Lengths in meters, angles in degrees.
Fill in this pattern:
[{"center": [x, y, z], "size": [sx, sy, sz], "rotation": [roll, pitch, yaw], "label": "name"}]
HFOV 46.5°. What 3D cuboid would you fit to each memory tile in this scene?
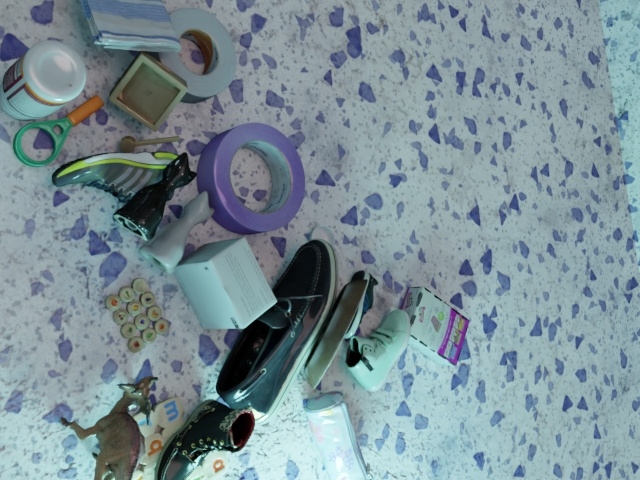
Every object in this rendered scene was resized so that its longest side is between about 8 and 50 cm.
[{"center": [-0.417, 0.170, 1.702], "size": [0.113, 0.012, 0.148], "rotation": [-35, 106, -36], "label": "memory tile"}]

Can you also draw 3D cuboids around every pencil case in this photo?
[{"center": [0.049, 0.535, 1.963], "size": [0.113, 0.124, 0.273], "rotation": [-26, 100, -37], "label": "pencil case"}]

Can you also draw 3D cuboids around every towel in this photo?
[{"center": [-0.443, -0.542, 1.679], "size": [0.209, 0.034, 0.285], "rotation": [-6, 63, -39], "label": "towel"}]

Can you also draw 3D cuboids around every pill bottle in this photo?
[{"center": [-0.568, -0.314, 1.502], "size": [0.121, 0.221, 0.121], "rotation": [5, 82, -38], "label": "pill bottle"}]

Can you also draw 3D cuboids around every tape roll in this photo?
[{"center": [-0.172, -0.154, 1.886], "size": [0.274, 0.090, 0.275], "rotation": [4, 83, -38], "label": "tape roll"}, {"center": [-0.314, -0.450, 1.818], "size": [0.219, 0.072, 0.219], "rotation": [4, 83, -38], "label": "tape roll"}]

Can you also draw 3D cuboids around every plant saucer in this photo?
[{"center": [0.031, 0.229, 1.904], "size": [0.050, 0.311, 0.311], "rotation": [26, 66, 0], "label": "plant saucer"}]

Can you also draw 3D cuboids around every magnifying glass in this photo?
[{"center": [-0.565, -0.245, 1.623], "size": [0.231, 0.026, 0.092], "rotation": [-48, 113, -33], "label": "magnifying glass"}]

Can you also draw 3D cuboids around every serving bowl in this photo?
[{"center": [0.000, 0.000, 2.045], "size": [0.083, 0.027, 0.084], "rotation": [5, 82, -39], "label": "serving bowl"}]

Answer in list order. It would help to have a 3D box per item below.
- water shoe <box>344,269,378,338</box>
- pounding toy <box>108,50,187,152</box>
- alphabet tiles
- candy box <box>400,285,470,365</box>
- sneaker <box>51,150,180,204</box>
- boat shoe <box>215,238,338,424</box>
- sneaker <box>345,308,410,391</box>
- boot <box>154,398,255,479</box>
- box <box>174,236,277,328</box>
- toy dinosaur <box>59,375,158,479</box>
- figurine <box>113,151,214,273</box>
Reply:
[{"center": [0.115, 0.185, 2.088], "size": [0.080, 0.072, 0.203], "rotation": [31, 67, -35], "label": "water shoe"}, {"center": [-0.396, -0.298, 1.715], "size": [0.181, 0.094, 0.206], "rotation": [35, 102, -24], "label": "pounding toy"}, {"center": [-0.346, 0.514, 1.714], "size": [0.277, 0.021, 0.284], "rotation": [-22, 99, -38], "label": "alphabet tiles"}, {"center": [0.338, 0.261, 2.258], "size": [0.233, 0.071, 0.159], "rotation": [36, 64, -31], "label": "candy box"}, {"center": [-0.444, -0.133, 1.659], "size": [0.299, 0.111, 0.122], "rotation": [-8, 94, -37], "label": "sneaker"}, {"center": [-0.104, 0.202, 1.844], "size": [0.156, 0.186, 0.501], "rotation": [40, 67, -35], "label": "boat shoe"}, {"center": [0.161, 0.279, 2.087], "size": [0.151, 0.094, 0.256], "rotation": [48, 60, -39], "label": "sneaker"}, {"center": [-0.258, 0.461, 1.661], "size": [0.085, 0.178, 0.236], "rotation": [49, 57, -24], "label": "boot"}, {"center": [-0.228, 0.103, 1.754], "size": [0.119, 0.181, 0.181], "rotation": [-36, 107, -38], "label": "box"}, {"center": [-0.409, 0.410, 1.552], "size": [0.200, 0.296, 0.127], "rotation": [-33, 139, 2], "label": "toy dinosaur"}, {"center": [-0.335, -0.063, 1.692], "size": [0.209, 0.092, 0.215], "rotation": [-53, 148, -24], "label": "figurine"}]
